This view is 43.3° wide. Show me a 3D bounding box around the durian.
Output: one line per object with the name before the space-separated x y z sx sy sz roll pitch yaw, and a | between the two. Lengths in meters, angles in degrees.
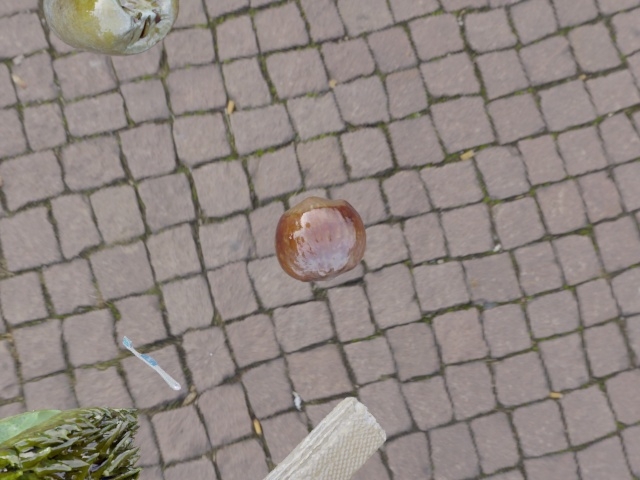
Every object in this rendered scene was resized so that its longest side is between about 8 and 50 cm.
durian | -0.310 0.263 0.809 0.198 0.394 0.163 -13 100 27

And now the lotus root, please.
lotus root | -0.216 -0.234 0.803 0.113 0.192 0.088 -30 122 -29

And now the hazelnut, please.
hazelnut | 0.000 0.000 1.341 0.154 0.143 0.143 -9 83 -6

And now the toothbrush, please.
toothbrush | -0.259 0.189 1.228 0.014 0.162 0.017 -17 124 -39

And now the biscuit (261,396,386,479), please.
biscuit | -0.044 0.516 1.699 0.426 0.078 0.144 -43 127 -13
